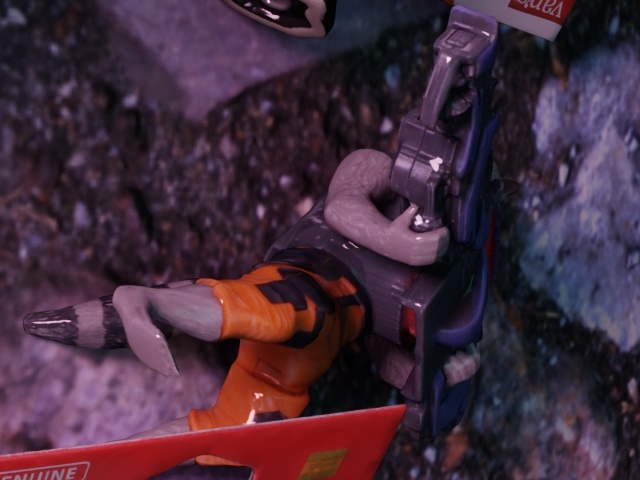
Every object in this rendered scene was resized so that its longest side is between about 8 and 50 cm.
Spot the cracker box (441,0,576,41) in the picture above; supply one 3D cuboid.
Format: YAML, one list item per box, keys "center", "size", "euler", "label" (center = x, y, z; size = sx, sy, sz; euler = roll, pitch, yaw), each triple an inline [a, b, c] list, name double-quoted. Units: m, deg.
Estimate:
- center: [0.145, -0.265, 0.847]
  size: [0.155, 0.067, 0.232]
  euler: [10, 117, -38]
  label: "cracker box"

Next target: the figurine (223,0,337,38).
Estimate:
- center: [0.010, -0.259, 0.731]
  size: [0.092, 0.215, 0.209]
  euler: [25, 72, 7]
  label: "figurine"

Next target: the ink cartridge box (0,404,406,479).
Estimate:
- center: [-0.095, 0.223, 0.733]
  size: [0.296, 0.066, 0.261]
  euler: [-1, 130, -37]
  label: "ink cartridge box"

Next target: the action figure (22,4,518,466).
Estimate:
- center: [0.000, 0.000, 0.776]
  size: [0.330, 0.178, 0.341]
  euler: [-30, 140, -35]
  label: "action figure"
